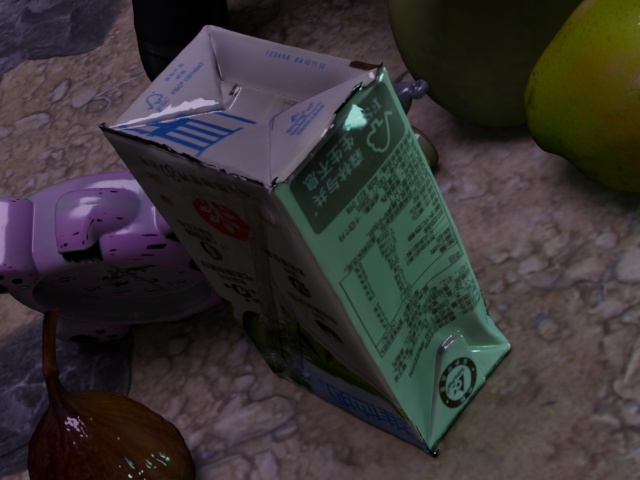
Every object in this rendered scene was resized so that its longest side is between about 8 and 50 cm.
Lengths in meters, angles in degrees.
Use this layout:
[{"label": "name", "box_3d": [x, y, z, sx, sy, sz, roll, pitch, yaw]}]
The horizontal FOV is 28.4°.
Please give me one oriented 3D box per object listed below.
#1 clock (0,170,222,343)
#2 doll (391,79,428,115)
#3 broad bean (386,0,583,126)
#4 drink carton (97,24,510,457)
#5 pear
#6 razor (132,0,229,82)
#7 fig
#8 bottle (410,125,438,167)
[{"label": "clock", "box_3d": [-0.171, 0.012, 1.130, 0.248, 0.227, 0.090, -11, 67, 16]}, {"label": "doll", "box_3d": [0.015, -0.112, 1.235, 0.227, 0.075, 0.102, -22, 40, 38]}, {"label": "broad bean", "box_3d": [0.184, -0.249, 1.170, 0.238, 0.291, 0.119, 22, 13, 3]}, {"label": "drink carton", "box_3d": [0.000, 0.000, 0.968, 0.194, 0.324, 0.132, 23, 63, 41]}, {"label": "pear", "box_3d": [0.278, -0.128, 1.054, 0.220, 0.187, 0.187, -30, 40, 23]}, {"label": "razor", "box_3d": [-0.158, -0.349, 1.396, 0.113, 0.349, 0.204, -4, 39, -11]}, {"label": "fig", "box_3d": [-0.187, 0.158, 1.022, 0.146, 0.201, 0.134, 11, 47, 29]}, {"label": "bottle", "box_3d": [0.062, -0.062, 1.205, 0.101, 0.047, 0.063, -41, 6, -6]}]
